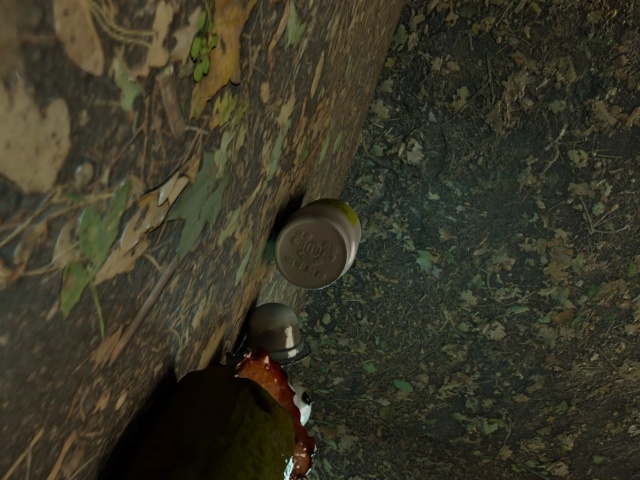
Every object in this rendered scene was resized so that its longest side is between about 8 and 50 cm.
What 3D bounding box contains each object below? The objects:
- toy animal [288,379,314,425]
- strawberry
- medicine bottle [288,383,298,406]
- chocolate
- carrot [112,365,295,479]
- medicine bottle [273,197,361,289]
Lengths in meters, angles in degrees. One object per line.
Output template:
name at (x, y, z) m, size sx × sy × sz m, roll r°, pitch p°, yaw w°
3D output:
toy animal at (-0.173, 0.665, 1.707) m, size 0.310 × 0.251 × 0.250 m, roll -37°, pitch 162°, yaw -22°
strawberry at (-0.151, 0.383, 1.005) m, size 0.150 × 0.280 × 0.253 m, roll -31°, pitch -145°, yaw 28°
medicine bottle at (-0.205, 0.519, 1.110) m, size 0.388 × 0.220 × 0.219 m, roll -66°, pitch 174°, yaw -53°
chocolate at (-0.138, 0.245, 1.244) m, size 0.221 × 0.222 × 0.146 m, roll -50°, pitch 132°, yaw -78°
carrot at (-0.172, 0.362, 0.663) m, size 0.340 × 0.242 × 0.241 m, roll -72°, pitch 179°, yaw -54°
medicine bottle at (0.000, 0.000, 1.282) m, size 0.378 × 0.214 × 0.213 m, roll -56°, pitch 165°, yaw -77°
